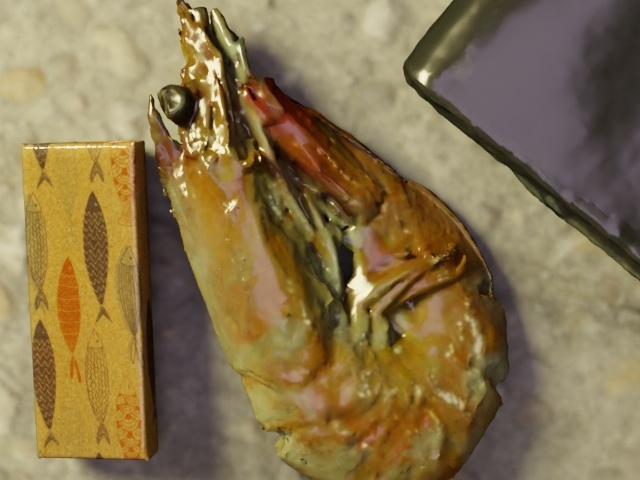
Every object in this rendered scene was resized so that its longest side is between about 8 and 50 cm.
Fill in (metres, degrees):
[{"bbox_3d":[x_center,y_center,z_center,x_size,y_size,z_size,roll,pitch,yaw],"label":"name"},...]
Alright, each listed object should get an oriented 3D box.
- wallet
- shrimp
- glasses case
[{"bbox_3d":[0.251,-0.176,0.680,0.228,0.062,0.406,38,92,-5],"label":"wallet"},{"bbox_3d":[0.000,0.000,0.693,0.154,0.062,0.294,-30,99,-11],"label":"shrimp"},{"bbox_3d":[-0.121,0.031,0.697,0.065,0.041,0.169,-1,96,9],"label":"glasses case"}]
